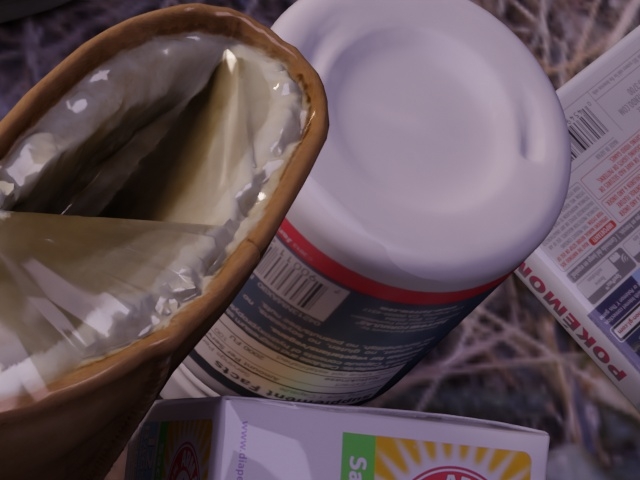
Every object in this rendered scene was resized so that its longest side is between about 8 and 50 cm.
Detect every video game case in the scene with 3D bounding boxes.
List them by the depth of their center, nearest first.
[{"bbox_3d":[0.177,-0.008,0.828,0.201,0.023,0.183,-37,83,-33],"label":"video game case"}]

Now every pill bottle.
[{"bbox_3d":[0.000,0.000,0.656,0.108,0.180,0.108,9,62,-18],"label":"pill bottle"}]

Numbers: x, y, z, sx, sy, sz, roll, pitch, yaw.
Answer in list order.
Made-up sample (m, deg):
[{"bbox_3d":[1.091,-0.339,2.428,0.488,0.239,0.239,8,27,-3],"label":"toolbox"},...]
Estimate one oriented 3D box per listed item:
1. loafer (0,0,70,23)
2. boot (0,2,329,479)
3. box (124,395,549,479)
[{"bbox_3d":[-0.178,-0.109,0.693,0.251,0.087,0.094,-29,78,-31],"label":"loafer"},{"bbox_3d":[-0.118,0.080,0.513,0.089,0.269,0.236,35,57,-3],"label":"boot"},{"bbox_3d":[-0.006,0.151,0.582,0.103,0.114,0.203,8,81,-18],"label":"box"}]
